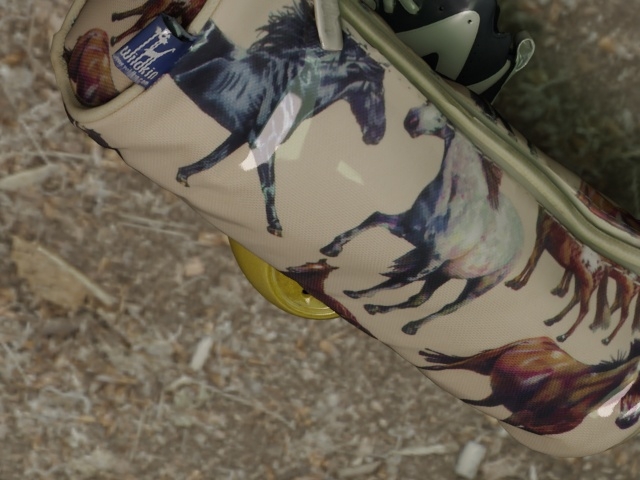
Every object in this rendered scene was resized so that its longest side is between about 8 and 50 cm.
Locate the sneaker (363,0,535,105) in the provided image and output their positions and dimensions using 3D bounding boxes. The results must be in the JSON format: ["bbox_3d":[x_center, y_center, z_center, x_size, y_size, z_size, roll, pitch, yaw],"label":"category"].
[{"bbox_3d":[0.036,-0.156,1.116,0.153,0.094,0.235,-41,108,17],"label":"sneaker"}]

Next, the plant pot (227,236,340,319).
[{"bbox_3d":[0.000,0.000,1.190,0.134,0.095,0.134,1,116,1],"label":"plant pot"}]

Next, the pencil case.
[{"bbox_3d":[0.049,-0.033,1.047,0.410,0.160,0.183,36,144,-25],"label":"pencil case"}]
